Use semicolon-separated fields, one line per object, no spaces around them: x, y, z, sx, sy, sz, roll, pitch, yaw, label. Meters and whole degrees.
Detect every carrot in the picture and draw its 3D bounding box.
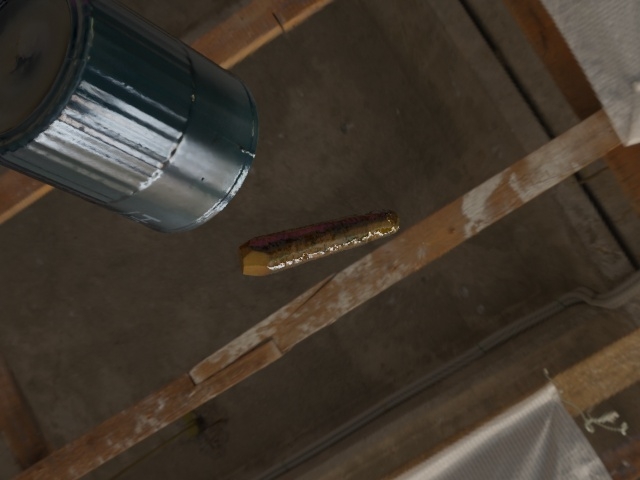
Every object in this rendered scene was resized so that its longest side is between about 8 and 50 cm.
0.000;0.000;0.803;0.171;0.042;0.042;-15;-92;-16;carrot

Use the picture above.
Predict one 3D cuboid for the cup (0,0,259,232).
-0.275;-0.179;0.980;0.242;0.292;0.308;-51;-123;10;cup
